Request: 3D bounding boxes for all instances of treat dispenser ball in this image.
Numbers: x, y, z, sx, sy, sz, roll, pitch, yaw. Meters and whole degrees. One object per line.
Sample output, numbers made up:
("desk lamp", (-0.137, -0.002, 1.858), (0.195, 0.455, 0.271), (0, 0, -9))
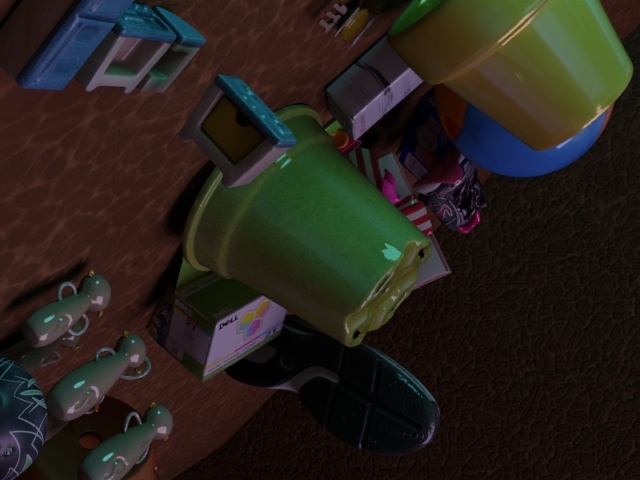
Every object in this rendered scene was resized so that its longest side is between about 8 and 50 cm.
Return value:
("treat dispenser ball", (0.327, -0.246, 1.616), (0.288, 0.288, 0.288), (-41, 169, -9))

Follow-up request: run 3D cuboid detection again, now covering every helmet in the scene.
("helmet", (-0.392, 0.208, 1.142), (0.161, 0.169, 0.169), (-26, 168, -4))

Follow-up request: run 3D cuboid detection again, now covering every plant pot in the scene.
("plant pot", (-0.388, 0.391, 1.641), (0.291, 0.291, 0.203), (-31, 149, -47))
("plant pot", (0.000, 0.000, 1.358), (0.276, 0.254, 0.276), (-46, 162, -20))
("plant pot", (0.252, -0.252, 1.249), (0.254, 0.239, 0.254), (-43, -168, 11))

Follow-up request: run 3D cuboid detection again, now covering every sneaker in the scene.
("sneaker", (0.057, 0.213, 1.744), (0.257, 0.447, 0.169), (-5, 112, -53))
("sneaker", (0.248, -0.091, 1.803), (0.121, 0.112, 0.299), (-42, 168, 2))

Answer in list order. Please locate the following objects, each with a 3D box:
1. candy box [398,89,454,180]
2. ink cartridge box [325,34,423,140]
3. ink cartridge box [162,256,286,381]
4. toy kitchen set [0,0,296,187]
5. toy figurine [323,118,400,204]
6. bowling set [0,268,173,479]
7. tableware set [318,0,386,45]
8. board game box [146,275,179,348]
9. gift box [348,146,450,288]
("candy box", (0.322, -0.268, 1.977), (0.317, 0.122, 0.268), (-38, 167, -18))
("ink cartridge box", (0.082, -0.224, 1.423), (0.150, 0.063, 0.109), (-41, 170, -4))
("ink cartridge box", (-0.129, 0.067, 1.550), (0.189, 0.097, 0.255), (-29, 147, -43))
("toy kitchen set", (-0.113, -0.132, 0.788), (0.122, 0.166, 0.207), (-46, 169, 20))
("toy figurine", (0.043, -0.086, 1.569), (0.173, 0.159, 0.130), (-44, 169, 9))
("bowling set", (-0.329, 0.163, 1.296), (0.154, 0.200, 0.287), (-39, 128, -44))
("tableware set", (0.042, -0.282, 1.165), (0.104, 0.024, 0.154), (-48, 167, 13))
("board game box", (-0.207, 0.094, 1.676), (0.141, 0.048, 0.170), (-36, 168, -36))
("gift box", (0.062, -0.011, 1.729), (0.255, 0.276, 0.258), (-30, 174, 6))
